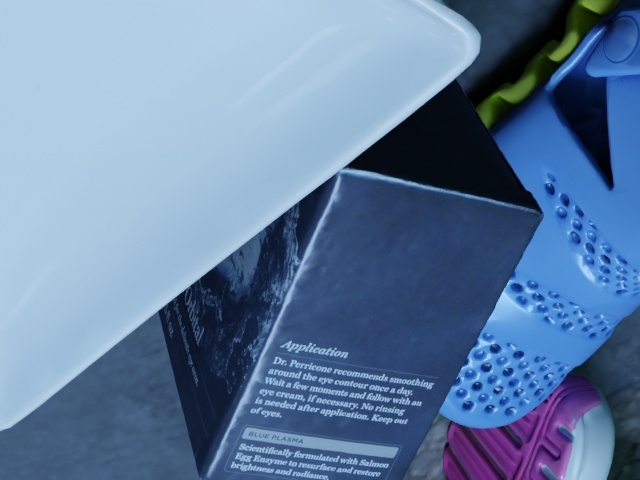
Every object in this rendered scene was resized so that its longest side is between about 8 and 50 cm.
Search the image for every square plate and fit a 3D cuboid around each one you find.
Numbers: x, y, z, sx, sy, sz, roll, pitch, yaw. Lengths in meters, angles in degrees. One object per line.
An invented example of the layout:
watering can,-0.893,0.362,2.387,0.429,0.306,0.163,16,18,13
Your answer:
square plate,-0.182,-0.070,0.526,0.344,0.049,0.347,28,137,-25

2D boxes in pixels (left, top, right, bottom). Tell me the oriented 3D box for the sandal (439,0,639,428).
sandal,0.137,-0.028,0.687,0.126,0.138,0.317,12,122,-28

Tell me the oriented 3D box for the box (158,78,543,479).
box,0.000,0.000,0.649,0.093,0.156,0.158,11,121,-24

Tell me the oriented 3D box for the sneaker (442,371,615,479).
sneaker,0.133,0.167,0.860,0.111,0.103,0.252,-8,134,-17
